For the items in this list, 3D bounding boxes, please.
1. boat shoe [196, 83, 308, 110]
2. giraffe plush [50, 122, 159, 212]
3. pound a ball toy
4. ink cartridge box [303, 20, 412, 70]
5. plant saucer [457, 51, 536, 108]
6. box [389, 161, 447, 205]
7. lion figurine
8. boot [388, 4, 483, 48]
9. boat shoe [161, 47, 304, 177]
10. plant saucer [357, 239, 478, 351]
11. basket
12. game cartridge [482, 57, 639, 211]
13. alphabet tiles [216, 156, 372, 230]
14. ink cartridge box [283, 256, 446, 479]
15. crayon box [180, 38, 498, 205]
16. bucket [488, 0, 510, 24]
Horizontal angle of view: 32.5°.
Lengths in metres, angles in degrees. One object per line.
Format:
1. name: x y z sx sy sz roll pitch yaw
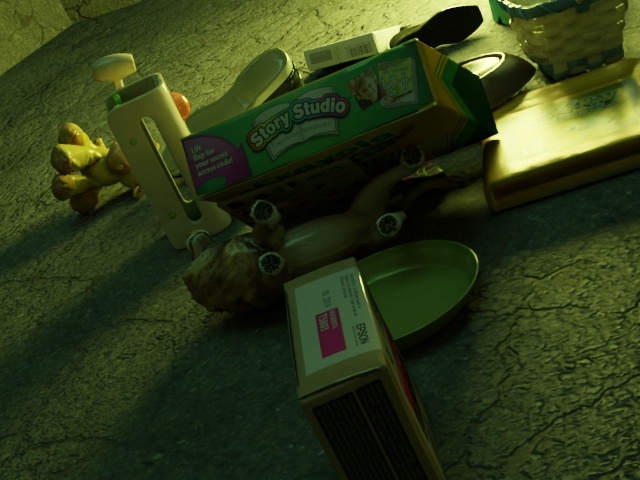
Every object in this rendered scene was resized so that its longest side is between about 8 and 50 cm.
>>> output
1. boat shoe: -0.140 -0.277 2.279 0.258 0.089 0.109 -20 24 10
2. giraffe plush: -0.423 -0.147 2.237 0.171 0.181 0.210 -1 -3 23
3. pound a ball toy: -0.268 -0.174 1.901 0.136 0.319 0.208 -25 23 -2
4. ink cartridge box: 0.092 -0.437 2.470 0.181 0.056 0.225 -10 9 30
5. plant saucer: 0.216 -0.249 1.882 0.311 0.050 0.310 -24 16 8
6. box: 0.121 -0.096 1.732 0.116 0.029 0.162 -27 22 -5
7. lion figurine: 0.000 0.000 1.526 0.392 0.142 0.240 -13 -16 -9
8. boot: 0.234 -0.446 2.307 0.198 0.076 0.137 -23 19 1
9. boat shoe: -0.168 -0.232 2.181 0.340 0.113 0.127 -46 50 6
10. plant saucer: 0.090 0.079 1.387 0.241 0.037 0.241 -21 23 10
11. basket: 0.399 -0.436 1.852 0.201 0.289 0.254 -22 25 5
12. game cartridge: 0.376 -0.170 1.619 0.285 0.052 0.323 -18 25 15
13. alphabet tiles: -0.013 -0.052 1.594 0.198 0.009 0.237 -19 -19 15
14. ink cartridge box: 0.045 0.154 1.081 0.088 0.193 0.234 -23 24 5
15. crayon box: 0.037 -0.149 1.574 0.363 0.106 0.313 -21 -8 22
16. bucket: 0.450 -0.580 2.237 0.281 0.183 0.281 -22 23 10
